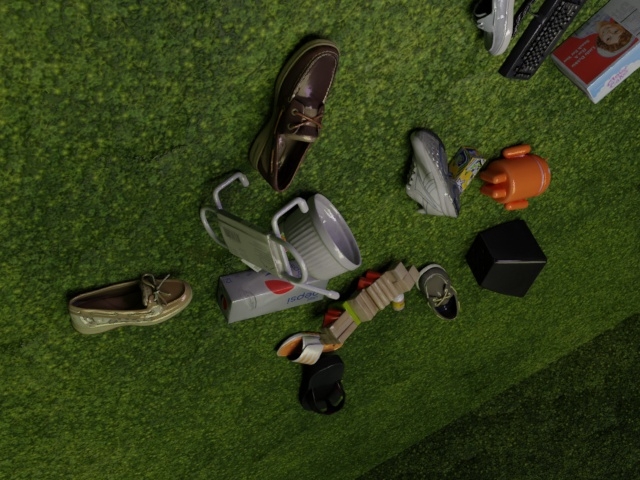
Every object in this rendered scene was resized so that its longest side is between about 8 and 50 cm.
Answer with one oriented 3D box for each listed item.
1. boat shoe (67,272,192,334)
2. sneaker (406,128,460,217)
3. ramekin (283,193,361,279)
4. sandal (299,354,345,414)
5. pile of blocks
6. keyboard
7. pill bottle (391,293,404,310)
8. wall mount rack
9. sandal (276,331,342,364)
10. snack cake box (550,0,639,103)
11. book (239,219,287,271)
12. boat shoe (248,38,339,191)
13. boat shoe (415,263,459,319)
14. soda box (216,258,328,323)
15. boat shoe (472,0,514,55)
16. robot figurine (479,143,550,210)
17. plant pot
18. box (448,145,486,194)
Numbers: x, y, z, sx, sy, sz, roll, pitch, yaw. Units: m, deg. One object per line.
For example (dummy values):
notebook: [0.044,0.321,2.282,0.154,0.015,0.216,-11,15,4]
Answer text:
boat shoe: [-0.439,0.143,1.675,0.285,0.104,0.089,-16,146,-20]
sneaker: [0.271,-0.158,1.842,0.130,0.111,0.297,-6,136,22]
ramekin: [0.000,0.000,1.754,0.109,0.207,0.207,-32,147,16]
sandal: [0.016,0.533,2.495,0.168,0.107,0.445,-22,153,-11]
pile of blocks: [0.124,0.166,2.166,0.362,0.149,0.112,-37,104,-9]
keyboard: [0.519,-0.511,1.660,0.202,0.033,0.317,-1,135,-37]
pill bottle: [0.248,0.188,2.318,0.043,0.043,0.083,-26,146,-8]
wall mount rack: [-0.104,0.015,1.589,0.130,0.350,0.304,-39,133,-28]
sandal: [-0.014,0.347,2.286,0.265,0.076,0.102,3,133,-40]
snack cake box: [0.715,-0.481,1.740,0.264,0.152,0.089,-42,145,15]
book: [-0.127,0.019,1.827,0.144,0.035,0.096,-35,149,6]
boat shoe: [-0.039,-0.245,1.478,0.123,0.123,0.342,1,134,-39]
boat shoe: [0.394,0.174,2.370,0.109,0.091,0.305,-34,146,3]
soda box: [-0.126,0.127,1.909,0.287,0.091,0.098,-12,141,-27]
boat shoe: [0.362,-0.493,1.529,0.081,0.079,0.227,-14,138,-9]
robot figurine: [0.553,-0.177,2.021,0.220,0.158,0.128,-13,164,-24]
plant pot: [0.580,0.058,2.308,0.167,0.188,0.187,0,137,-19]
box: [0.370,-0.173,1.949,0.059,0.054,0.168,0,135,-38]
